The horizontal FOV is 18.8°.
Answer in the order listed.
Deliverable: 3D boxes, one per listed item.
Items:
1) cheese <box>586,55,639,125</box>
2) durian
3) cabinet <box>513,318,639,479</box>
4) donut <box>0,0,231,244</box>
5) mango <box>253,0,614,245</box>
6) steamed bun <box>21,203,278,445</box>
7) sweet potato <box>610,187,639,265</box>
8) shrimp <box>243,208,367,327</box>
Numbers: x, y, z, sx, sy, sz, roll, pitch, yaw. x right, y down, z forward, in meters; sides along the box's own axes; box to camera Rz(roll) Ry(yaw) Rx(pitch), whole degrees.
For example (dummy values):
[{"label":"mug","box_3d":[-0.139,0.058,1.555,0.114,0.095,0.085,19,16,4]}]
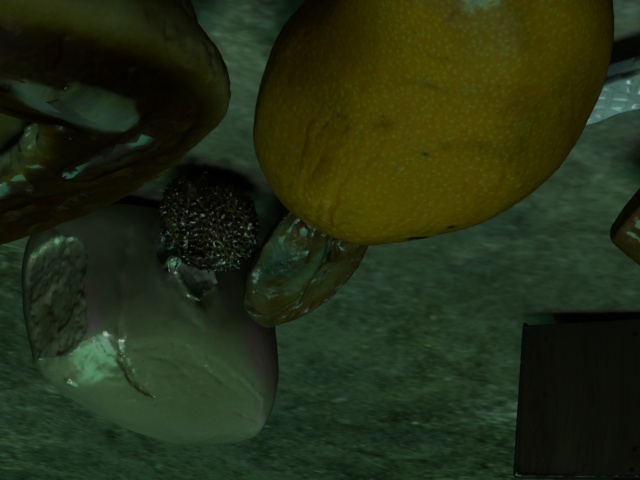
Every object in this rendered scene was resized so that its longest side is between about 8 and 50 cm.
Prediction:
[{"label":"cheese","box_3d":[0.220,-0.101,1.158,0.127,0.049,0.235,22,157,-37]},{"label":"durian","box_3d":[-0.085,-0.016,1.459,0.080,0.080,0.091,2,148,15]},{"label":"cabinet","box_3d":[0.290,0.156,1.660,0.215,0.148,0.175,-4,156,19]},{"label":"donut","box_3d":[-0.225,-0.101,1.114,0.330,0.159,0.330,-16,164,-5]},{"label":"mango","box_3d":[0.067,-0.093,1.113,0.187,0.144,0.359,11,156,-15]},{"label":"steamed bun","box_3d":[-0.118,0.062,1.566,0.153,0.170,0.239,-34,138,32]},{"label":"sweet potato","box_3d":[0.305,-0.002,1.341,0.252,0.097,0.097,15,158,-29]},{"label":"shrimp","box_3d":[-0.001,-0.002,1.481,0.051,0.115,0.217,48,151,18]}]
